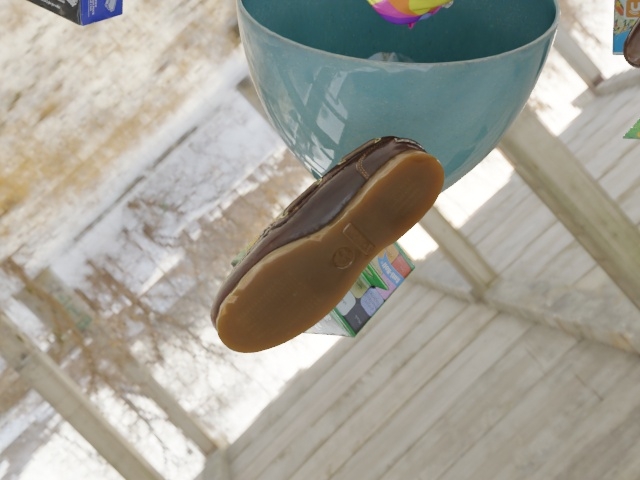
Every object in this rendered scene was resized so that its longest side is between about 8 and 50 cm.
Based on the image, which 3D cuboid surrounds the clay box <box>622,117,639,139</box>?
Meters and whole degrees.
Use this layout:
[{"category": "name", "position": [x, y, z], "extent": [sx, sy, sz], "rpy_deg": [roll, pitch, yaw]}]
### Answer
[{"category": "clay box", "position": [0.489, -0.171, 1.114], "extent": [0.222, 0.053, 0.127], "rpy_deg": [-6, 171, 4]}]

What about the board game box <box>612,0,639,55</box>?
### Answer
[{"category": "board game box", "position": [0.342, -0.291, 0.668], "extent": [0.224, 0.303, 0.097], "rpy_deg": [8, -160, 33]}]

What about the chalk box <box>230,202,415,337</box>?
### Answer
[{"category": "chalk box", "position": [0.014, 0.030, 1.141], "extent": [0.132, 0.132, 0.213], "rpy_deg": [-46, -159, -26]}]

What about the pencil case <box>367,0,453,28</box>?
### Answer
[{"category": "pencil case", "position": [0.125, -0.222, 0.633], "extent": [0.236, 0.104, 0.104], "rpy_deg": [-7, -147, 51]}]

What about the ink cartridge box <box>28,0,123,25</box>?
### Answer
[{"category": "ink cartridge box", "position": [-0.237, -0.244, 0.693], "extent": [0.046, 0.207, 0.097], "rpy_deg": [-34, 144, -46]}]

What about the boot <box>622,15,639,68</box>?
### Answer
[{"category": "boot", "position": [0.211, -0.145, 0.548], "extent": [0.106, 0.037, 0.114], "rpy_deg": [-47, 164, 30]}]

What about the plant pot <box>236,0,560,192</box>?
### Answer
[{"category": "plant pot", "position": [0.067, -0.148, 0.883], "extent": [0.290, 0.290, 0.195], "rpy_deg": [-49, 150, -45]}]

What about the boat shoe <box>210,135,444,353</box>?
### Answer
[{"category": "boat shoe", "position": [0.000, 0.000, 0.689], "extent": [0.207, 0.073, 0.073], "rpy_deg": [-39, -147, -5]}]
